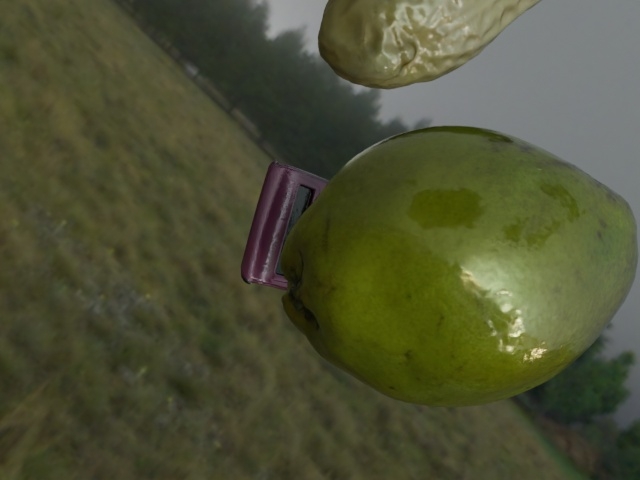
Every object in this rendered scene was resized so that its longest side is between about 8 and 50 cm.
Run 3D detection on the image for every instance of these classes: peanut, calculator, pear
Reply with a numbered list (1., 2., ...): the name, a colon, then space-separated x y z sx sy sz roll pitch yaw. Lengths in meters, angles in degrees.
1. peanut: 0.126 -0.255 1.064 0.152 0.313 0.152 43 -15 15
2. calculator: 0.000 0.000 1.141 0.190 0.127 0.034 18 -5 -43
3. pear: 0.104 0.020 0.816 0.212 0.269 0.213 173 -90 -78
